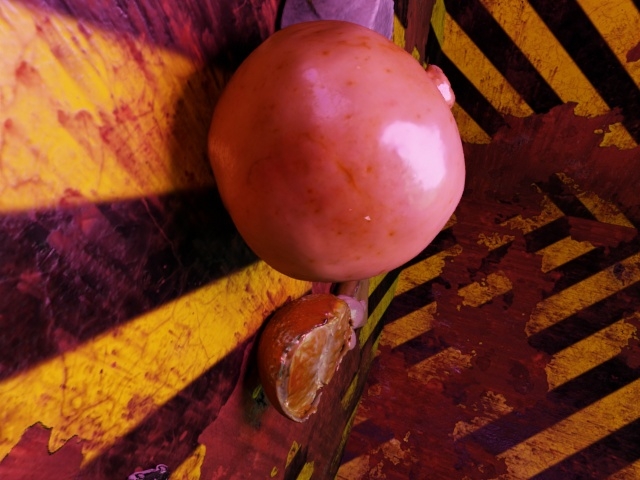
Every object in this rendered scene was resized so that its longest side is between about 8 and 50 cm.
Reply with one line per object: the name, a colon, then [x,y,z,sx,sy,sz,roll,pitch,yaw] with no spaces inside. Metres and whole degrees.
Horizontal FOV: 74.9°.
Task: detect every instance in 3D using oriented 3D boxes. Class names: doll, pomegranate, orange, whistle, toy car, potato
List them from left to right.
toy car: [-0.277,0.386,0.668,0.041,0.025,0.093,-71,158,-10]
orange: [-0.041,0.273,1.022,0.334,0.196,0.262,-49,133,-62]
doll: [0.032,0.296,1.367,0.175,0.150,0.277,13,105,-62]
pomegranate: [0.034,-0.135,0.644,0.411,0.412,0.410,14,90,-72]
whistle: [0.047,-0.365,0.861,0.405,0.168,0.188,49,58,-74]
potato: [0.117,0.192,1.561,0.269,0.112,0.254,12,90,-70]
